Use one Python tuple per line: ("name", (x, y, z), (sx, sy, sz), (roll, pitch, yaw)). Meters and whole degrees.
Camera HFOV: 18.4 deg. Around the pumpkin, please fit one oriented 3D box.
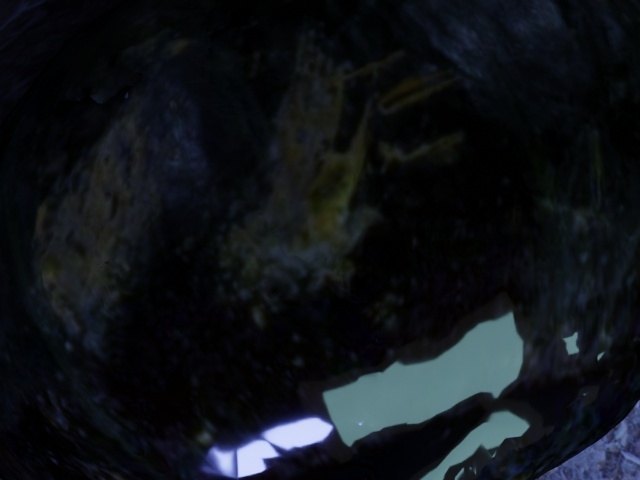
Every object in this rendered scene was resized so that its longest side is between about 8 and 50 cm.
("pumpkin", (0.000, 0.000, 1.111), (0.454, 0.344, 0.454), (-28, -178, 1))
